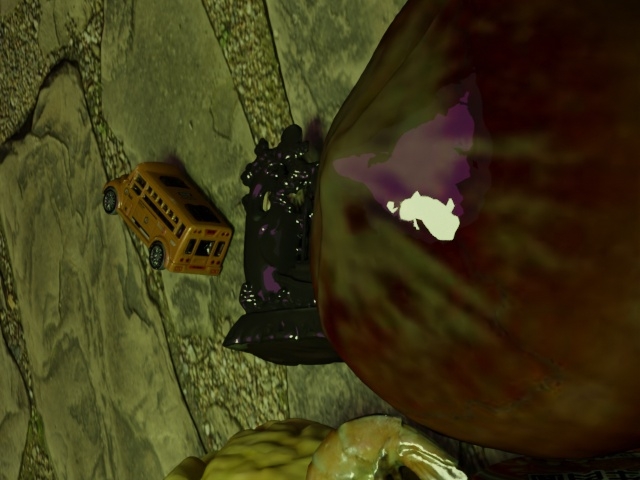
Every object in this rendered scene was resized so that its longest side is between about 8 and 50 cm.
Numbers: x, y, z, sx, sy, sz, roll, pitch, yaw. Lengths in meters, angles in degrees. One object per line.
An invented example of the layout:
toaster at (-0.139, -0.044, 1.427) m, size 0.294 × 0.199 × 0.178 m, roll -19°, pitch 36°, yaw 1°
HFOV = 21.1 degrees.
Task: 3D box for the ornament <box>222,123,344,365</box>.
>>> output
ornament at (0.000, 0.000, 1.866) m, size 0.251 × 0.106 × 0.260 m, roll -5°, pitch 75°, yaw 46°

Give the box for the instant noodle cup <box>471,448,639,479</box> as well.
instant noodle cup at (0.243, 0.293, 1.407) m, size 0.250 × 0.250 × 0.192 m, roll 11°, pitch 105°, yaw 53°

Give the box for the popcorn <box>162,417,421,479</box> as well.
popcorn at (-0.011, 0.351, 1.630) m, size 0.390 × 0.354 × 0.344 m, roll -51°, pitch -26°, yaw -77°

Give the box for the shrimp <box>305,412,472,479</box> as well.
shrimp at (0.095, 0.263, 1.370) m, size 0.296 × 0.058 × 0.169 m, roll 47°, pitch 127°, yaw 25°

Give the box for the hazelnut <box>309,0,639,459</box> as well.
hazelnut at (0.203, -0.024, 1.383) m, size 0.402 × 0.402 × 0.429 m, roll 43°, pitch 115°, yaw 46°

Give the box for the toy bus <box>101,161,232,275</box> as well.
toy bus at (-0.189, -0.034, 2.121) m, size 0.194 × 0.083 × 0.088 m, roll 46°, pitch 120°, yaw 42°
